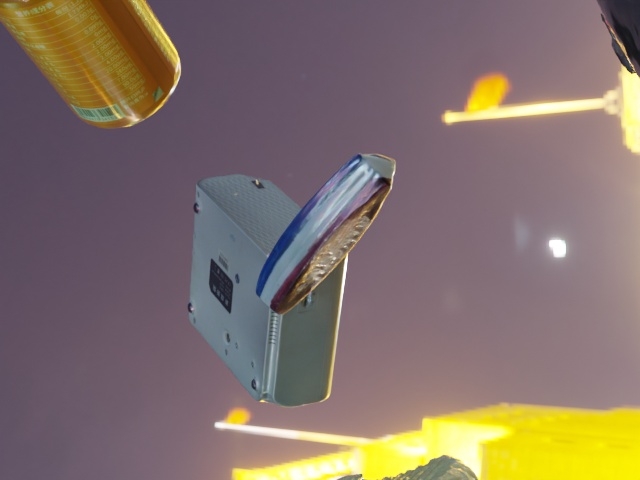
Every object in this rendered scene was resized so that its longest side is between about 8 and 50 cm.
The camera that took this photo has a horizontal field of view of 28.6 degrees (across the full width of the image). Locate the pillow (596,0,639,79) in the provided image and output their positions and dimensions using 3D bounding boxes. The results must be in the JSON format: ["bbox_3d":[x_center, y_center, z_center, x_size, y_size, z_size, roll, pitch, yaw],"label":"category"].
[{"bbox_3d":[0.161,-0.057,0.355,0.092,0.335,0.162,-28,-70,-3],"label":"pillow"}]

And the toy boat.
[{"bbox_3d":[0.000,0.000,1.274,0.080,0.229,0.046,6,-134,-40],"label":"toy boat"}]

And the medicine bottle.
[{"bbox_3d":[-0.180,-0.170,0.901,0.192,0.096,0.096,57,-133,-54],"label":"medicine bottle"}]

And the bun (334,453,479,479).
[{"bbox_3d":[0.083,0.319,1.373,0.203,0.212,0.127,-18,-86,-39],"label":"bun"}]

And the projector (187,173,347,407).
[{"bbox_3d":[-0.074,0.058,1.524,0.108,0.250,0.198,-9,-60,-28],"label":"projector"}]
